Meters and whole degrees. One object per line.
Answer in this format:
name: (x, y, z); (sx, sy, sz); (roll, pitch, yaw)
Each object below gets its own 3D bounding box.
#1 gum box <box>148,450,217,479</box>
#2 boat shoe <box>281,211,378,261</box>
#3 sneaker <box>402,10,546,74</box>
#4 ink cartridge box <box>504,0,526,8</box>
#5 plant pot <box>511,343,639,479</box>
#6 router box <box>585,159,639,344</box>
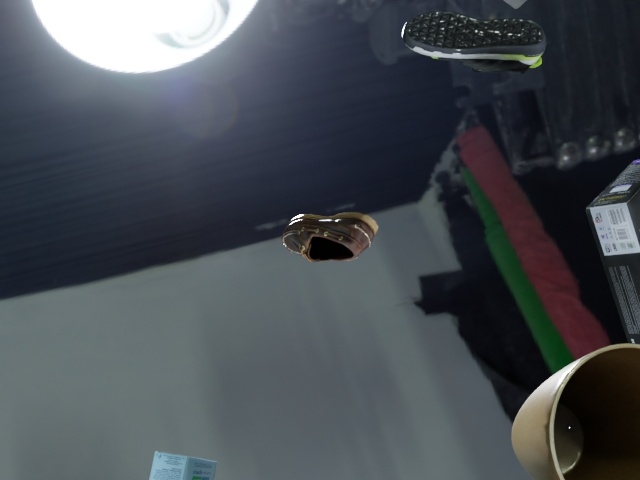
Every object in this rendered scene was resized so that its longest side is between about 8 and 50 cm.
gum box: (-0.166, 0.338, 0.868); (0.157, 0.041, 0.184); (77, 21, -71)
boat shoe: (0.000, 0.000, 1.247); (0.073, 0.073, 0.207); (47, -31, -24)
sneaker: (0.243, -0.298, 1.225); (0.097, 0.235, 0.084); (100, -6, -62)
ink cartridge box: (0.144, -0.360, 0.674); (0.168, 0.233, 0.171); (-39, -137, 37)
plant pot: (0.371, 0.277, 1.070); (0.254, 0.237, 0.237); (128, -53, -72)
router box: (0.620, 0.026, 1.434); (0.081, 0.243, 0.308); (-8, -72, 46)
